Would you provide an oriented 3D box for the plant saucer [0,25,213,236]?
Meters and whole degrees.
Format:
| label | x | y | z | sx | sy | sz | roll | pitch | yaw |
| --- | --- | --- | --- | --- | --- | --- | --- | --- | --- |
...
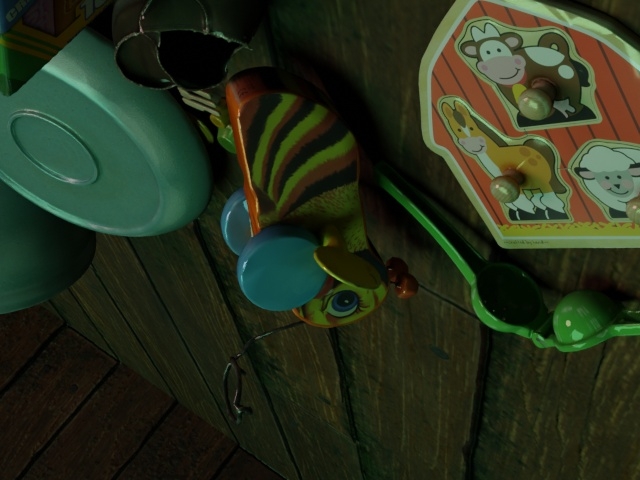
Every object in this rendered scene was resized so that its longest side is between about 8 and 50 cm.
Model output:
| label | x | y | z | sx | sy | sz | roll | pitch | yaw |
| --- | --- | --- | --- | --- | --- | --- | --- | --- | --- |
| plant saucer | -0.258 | -0.103 | 0.900 | 0.317 | 0.044 | 0.318 | 20 | 148 | 13 |

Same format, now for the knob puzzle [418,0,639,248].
| label | x | y | z | sx | sy | sz | roll | pitch | yaw |
| --- | --- | --- | --- | --- | --- | --- | --- | --- | --- |
| knob puzzle | 0.129 | -0.063 | 0.526 | 0.213 | 0.030 | 0.213 | 29 | 150 | 19 |

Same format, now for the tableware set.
| label | x | y | z | sx | sy | sz | roll | pitch | yaw |
| --- | --- | --- | --- | --- | --- | --- | --- | --- | --- |
| tableware set | -0.133 | -0.133 | 0.839 | 0.154 | 0.024 | 0.104 | 25 | 157 | 29 |

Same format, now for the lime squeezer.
| label | x | y | z | sx | sy | sz | roll | pitch | yaw |
| --- | --- | --- | --- | --- | --- | --- | --- | --- | --- |
| lime squeezer | 0.172 | 0.030 | 0.656 | 0.310 | 0.058 | 0.110 | 23 | 121 | 35 |

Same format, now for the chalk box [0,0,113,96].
| label | x | y | z | sx | sy | sz | roll | pitch | yaw |
| --- | --- | --- | --- | --- | --- | --- | --- | --- | --- |
| chalk box | -0.186 | -0.246 | 0.489 | 0.180 | 0.179 | 0.289 | 39 | 158 | -1 |

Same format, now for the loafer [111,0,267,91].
| label | x | y | z | sx | sy | sz | roll | pitch | yaw |
| --- | --- | --- | --- | --- | --- | --- | --- | --- | --- |
| loafer | -0.105 | -0.146 | 0.654 | 0.080 | 0.078 | 0.220 | 10 | 168 | -24 |

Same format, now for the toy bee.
| label | x | y | z | sx | sy | sz | roll | pitch | yaw |
| --- | --- | --- | --- | --- | --- | --- | --- | --- | --- |
| toy bee | 0.000 | 0.000 | 0.739 | 0.298 | 0.162 | 0.195 | 103 | 156 | -50 |

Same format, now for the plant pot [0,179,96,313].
| label | x | y | z | sx | sy | sz | roll | pitch | yaw |
| --- | --- | --- | --- | --- | --- | --- | --- | --- | --- |
| plant pot | -0.429 | -0.074 | 1.126 | 0.293 | 0.293 | 0.196 | 29 | 129 | 23 |
